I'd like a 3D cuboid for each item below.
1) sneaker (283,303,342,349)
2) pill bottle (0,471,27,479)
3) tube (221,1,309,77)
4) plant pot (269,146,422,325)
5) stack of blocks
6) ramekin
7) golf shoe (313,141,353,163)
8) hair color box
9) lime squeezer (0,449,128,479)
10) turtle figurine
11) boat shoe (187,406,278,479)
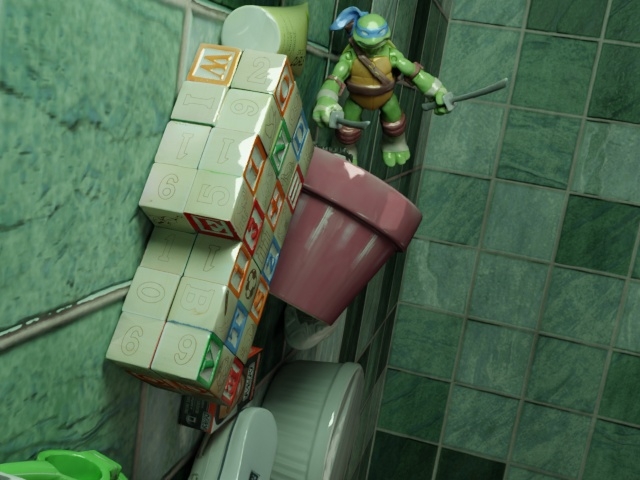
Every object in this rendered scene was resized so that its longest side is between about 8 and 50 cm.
[{"bbox_3d":[-0.003,0.134,1.233,0.232,0.090,0.115,-51,153,-62],"label":"sneaker"},{"bbox_3d":[-0.184,0.149,0.363,0.078,0.137,0.078,12,90,-77],"label":"pill bottle"},{"bbox_3d":[-0.043,-0.225,0.822,0.070,0.062,0.240,-40,-176,17],"label":"tube"},{"bbox_3d":[0.000,0.000,0.940,0.180,0.201,0.201,-60,165,-5],"label":"plant pot"},{"bbox_3d":[-0.098,-0.010,0.700,0.171,0.087,0.297,70,34,-66],"label":"stack of blocks"},{"bbox_3d":[-0.022,0.321,1.221,0.273,0.127,0.273,12,90,-77],"label":"ramekin"},{"bbox_3d":[0.008,-0.086,1.109,0.198,0.077,0.094,47,56,-73],"label":"golf shoe"},{"bbox_3d":[-0.115,0.171,0.880,0.141,0.043,0.072,-17,118,-74],"label":"hair color box"},{"bbox_3d":[-0.202,0.205,0.566,0.110,0.059,0.310,-36,148,-25],"label":"lime squeezer"},{"bbox_3d":[0.091,-0.182,1.113,0.197,0.274,0.266,-40,157,-20],"label":"turtle figurine"},{"bbox_3d":[-0.128,0.317,0.860,0.096,0.088,0.268,51,41,-43],"label":"boat shoe"}]
